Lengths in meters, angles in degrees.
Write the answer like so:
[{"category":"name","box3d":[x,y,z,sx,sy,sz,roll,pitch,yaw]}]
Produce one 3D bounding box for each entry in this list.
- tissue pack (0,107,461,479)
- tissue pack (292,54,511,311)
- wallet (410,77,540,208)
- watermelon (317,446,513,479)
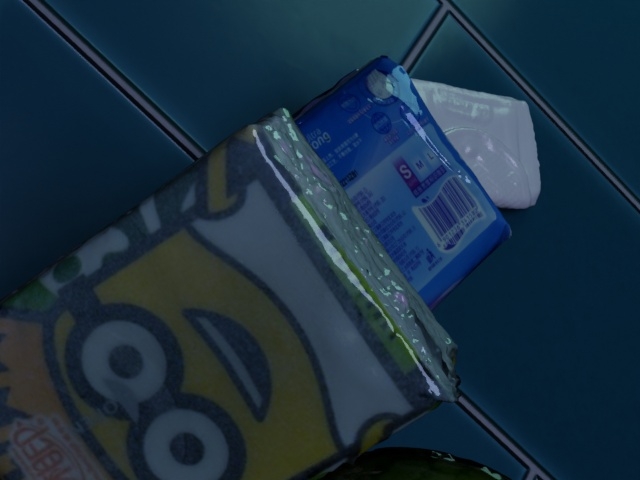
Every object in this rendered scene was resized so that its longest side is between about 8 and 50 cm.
[{"category":"tissue pack","box3d":[-0.089,0.085,0.929,0.228,0.311,0.128,55,16,-5]},{"category":"tissue pack","box3d":[0.000,0.000,1.108,0.263,0.146,0.198,-40,98,-33]},{"category":"wallet","box3d":[0.143,-0.094,1.301,0.183,0.032,0.124,6,71,-31]},{"category":"watermelon","box3d":[0.059,0.328,0.943,0.363,0.363,0.363,10,72,-31]}]
